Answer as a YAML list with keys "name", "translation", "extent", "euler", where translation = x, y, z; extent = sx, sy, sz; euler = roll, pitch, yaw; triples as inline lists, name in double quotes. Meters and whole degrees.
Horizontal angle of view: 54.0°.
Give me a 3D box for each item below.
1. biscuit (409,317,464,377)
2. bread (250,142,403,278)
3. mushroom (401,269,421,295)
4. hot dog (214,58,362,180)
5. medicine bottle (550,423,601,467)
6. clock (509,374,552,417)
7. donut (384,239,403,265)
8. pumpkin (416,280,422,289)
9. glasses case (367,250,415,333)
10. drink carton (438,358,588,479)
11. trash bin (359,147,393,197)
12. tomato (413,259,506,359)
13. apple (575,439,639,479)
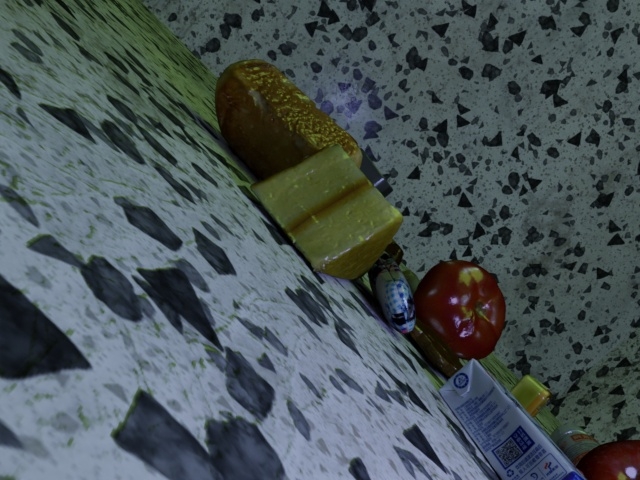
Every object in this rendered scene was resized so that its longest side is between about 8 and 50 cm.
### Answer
- name: "biscuit"
  translation: [0.287, 0.277, 1.523]
  extent: [0.208, 0.041, 0.290]
  euler: [46, 8, 12]
- name: "bread"
  translation: [0.000, 0.000, 1.386]
  extent: [0.233, 0.245, 0.361]
  euler: [50, -24, 18]
- name: "mushroom"
  translation: [0.410, 0.219, 2.439]
  extent: [0.278, 0.099, 0.096]
  euler: [42, -7, 2]
- name: "hot dog"
  translation: [-0.101, -0.253, 1.568]
  extent: [0.405, 0.223, 0.185]
  euler: [45, 44, 9]
- name: "medicine bottle"
  translation: [0.780, 0.655, 1.867]
  extent: [0.144, 0.144, 0.252]
  euler: [45, 4, -3]
- name: "clock"
  translation: [0.612, 0.479, 1.870]
  extent: [0.096, 0.143, 0.202]
  euler: [41, 4, 26]
- name: "donut"
  translation: [0.253, 0.044, 2.412]
  extent: [0.151, 0.112, 0.295]
  euler: [38, 11, -35]
- name: "pumpkin"
  translation: [0.394, 0.217, 2.085]
  extent: [0.211, 0.152, 0.211]
  euler: [59, -5, 8]
- name: "glasses case"
  translation: [0.162, 0.112, 1.470]
  extent: [0.327, 0.076, 0.125]
  euler: [-106, -176, -75]
- name: "drink carton"
  translation: [0.353, 0.363, 1.138]
  extent: [0.130, 0.106, 0.315]
  euler: [43, 7, -32]
- name: "trash bin"
  translation: [0.097, -0.171, 2.156]
  extent: [0.219, 0.250, 0.220]
  euler: [54, 8, 13]
- name: "tomato"
  translation: [0.398, 0.203, 1.830]
  extent: [0.298, 0.298, 0.226]
  euler: [44, -33, -16]
- name: "apple"
  translation: [0.573, 0.491, 1.107]
  extent: [0.260, 0.261, 0.216]
  euler: [-123, -170, -60]
